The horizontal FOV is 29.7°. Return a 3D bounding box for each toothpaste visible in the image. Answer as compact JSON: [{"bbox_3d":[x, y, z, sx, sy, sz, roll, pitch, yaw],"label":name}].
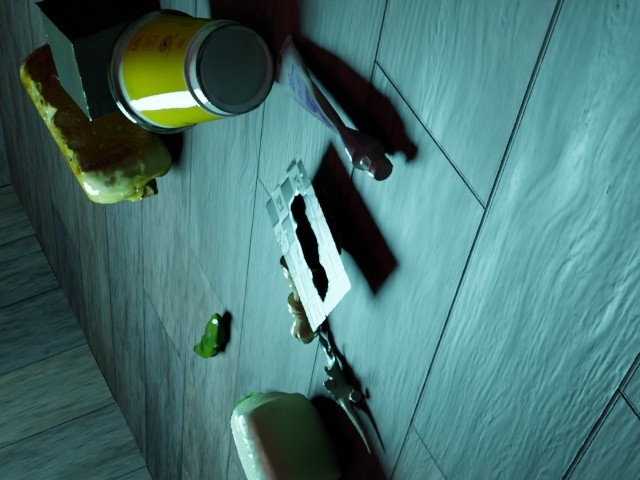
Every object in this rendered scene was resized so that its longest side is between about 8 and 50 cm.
[{"bbox_3d":[0.010,-0.170,1.576,0.301,0.048,0.075,53,164,42],"label":"toothpaste"}]

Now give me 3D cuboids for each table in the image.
[{"bbox_3d":[-0.399,-0.359,2.232,0.193,0.173,0.169,44,150,46],"label":"table"}]

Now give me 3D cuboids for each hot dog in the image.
[{"bbox_3d":[-0.438,-0.219,2.415,0.405,0.185,0.223,56,171,29],"label":"hot dog"}]

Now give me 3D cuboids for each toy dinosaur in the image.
[{"bbox_3d":[0.034,0.239,1.905,0.187,0.044,0.106,61,175,-13],"label":"toy dinosaur"}]

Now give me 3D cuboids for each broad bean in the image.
[{"bbox_3d":[-0.228,0.210,2.511,0.297,0.043,0.060,125,132,-66],"label":"broad bean"}]

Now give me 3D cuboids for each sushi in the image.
[{"bbox_3d":[0.000,0.000,1.747,0.215,0.051,0.192,69,156,17],"label":"sushi"}]

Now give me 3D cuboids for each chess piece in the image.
[{"bbox_3d":[-0.028,0.096,1.901,0.060,0.060,0.172,47,152,45],"label":"chess piece"}]

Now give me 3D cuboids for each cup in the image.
[{"bbox_3d":[-0.192,-0.256,1.822,0.280,0.196,0.196,11,119,56],"label":"cup"}]

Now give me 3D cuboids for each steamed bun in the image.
[{"bbox_3d":[-0.059,0.355,2.070,0.250,0.155,0.200,115,135,-70],"label":"steamed bun"}]

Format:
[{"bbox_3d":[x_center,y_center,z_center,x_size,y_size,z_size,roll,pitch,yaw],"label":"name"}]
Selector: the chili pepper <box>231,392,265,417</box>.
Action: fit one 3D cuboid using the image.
[{"bbox_3d":[-0.126,0.345,2.333,0.099,0.083,0.253,59,162,2],"label":"chili pepper"}]
